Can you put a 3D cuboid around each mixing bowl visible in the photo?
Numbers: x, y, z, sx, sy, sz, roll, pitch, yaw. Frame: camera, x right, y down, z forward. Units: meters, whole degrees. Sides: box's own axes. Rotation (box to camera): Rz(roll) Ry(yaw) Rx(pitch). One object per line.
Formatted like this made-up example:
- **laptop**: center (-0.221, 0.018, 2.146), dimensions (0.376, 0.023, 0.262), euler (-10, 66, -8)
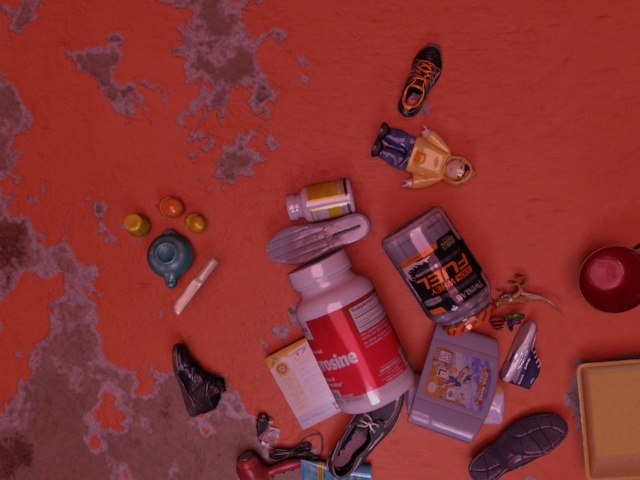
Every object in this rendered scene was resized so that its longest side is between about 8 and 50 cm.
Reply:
- **mixing bowl**: center (0.771, 0.096, 1.607), dimensions (0.182, 0.098, 0.181), euler (1, 97, 11)

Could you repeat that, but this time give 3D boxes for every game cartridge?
- **game cartridge**: center (0.369, 0.376, 1.621), dimensions (0.198, 0.062, 0.297), euler (14, 63, 17)

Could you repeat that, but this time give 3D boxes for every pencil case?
- **pencil case**: center (0.372, 0.440, 1.678), dimensions (0.274, 0.113, 0.124), euler (2, 91, 6)

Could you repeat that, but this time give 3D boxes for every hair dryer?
- **hair dryer**: center (-0.136, 0.675, 1.773), dimensions (0.224, 0.080, 0.293), euler (23, 97, 3)

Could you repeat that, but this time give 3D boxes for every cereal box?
- **cereal box**: center (-0.031, 0.405, 1.753), dimensions (0.173, 0.047, 0.240), euler (-28, 92, 8)

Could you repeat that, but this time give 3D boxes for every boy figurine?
- **boy figurine**: center (0.281, -0.216, 1.644), dimensions (0.285, 0.092, 0.177), euler (25, 95, 7)

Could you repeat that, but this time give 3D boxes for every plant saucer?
- **plant saucer**: center (0.870, 0.472, 1.642), dimensions (0.333, 0.081, 0.332), euler (-6, 95, 7)

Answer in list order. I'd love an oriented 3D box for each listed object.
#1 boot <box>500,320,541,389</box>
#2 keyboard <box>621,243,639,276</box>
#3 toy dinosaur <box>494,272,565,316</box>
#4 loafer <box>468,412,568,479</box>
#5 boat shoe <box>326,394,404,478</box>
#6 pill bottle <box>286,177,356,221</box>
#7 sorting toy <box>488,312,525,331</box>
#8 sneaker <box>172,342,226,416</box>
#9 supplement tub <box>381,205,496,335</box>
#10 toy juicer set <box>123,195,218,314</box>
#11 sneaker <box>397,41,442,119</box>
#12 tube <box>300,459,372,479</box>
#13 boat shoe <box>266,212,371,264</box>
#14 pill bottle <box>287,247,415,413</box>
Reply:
- **boot**: center (0.576, 0.318, 1.674), dimensions (0.086, 0.069, 0.189), euler (20, 105, -3)
- **keyboard**: center (0.978, 0.124, 1.624), dimensions (0.202, 0.033, 0.317), euler (-34, 91, 15)
- **toy dinosaur**: center (0.557, 0.153, 1.668), dimensions (0.212, 0.064, 0.112), euler (-5, 112, 16)
- **loafer**: center (0.551, 0.583, 1.695), dimensions (0.303, 0.095, 0.109), euler (-33, 61, 4)
- **boat shoe**: center (0.133, 0.537, 1.702), dimensions (0.116, 0.099, 0.319), euler (39, 86, 6)
- **pill bottle**: center (0.002, -0.108, 1.676), dimensions (0.184, 0.103, 0.103), euler (-10, 94, 7)
- **sorting toy**: center (0.517, 0.229, 1.665), dimensions (0.102, 0.061, 0.042), euler (-15, 67, 35)
- **sneaker**: center (-0.352, 0.397, 1.772), dimensions (0.131, 0.087, 0.227), euler (-17, 96, 6)
- **supplement tub**: center (0.321, 0.083, 1.612), dimensions (0.194, 0.193, 0.315), euler (-33, 91, 8)
- **toy juicer set**: center (-0.405, 0.024, 1.749), dimensions (0.209, 0.089, 0.328), euler (-33, 82, -5)
- **sneaker**: center (0.273, -0.432, 1.629), dimensions (0.084, 0.083, 0.214), euler (20, 96, 6)
- **tube**: center (0.046, 0.677, 1.763), dimensions (0.207, 0.052, 0.080), euler (0, 103, 5)
- **boat shoe**: center (0.000, 0.000, 1.689), dimensions (0.303, 0.094, 0.109), euler (-14, 83, 10)
- **pill bottle**: center (0.074, 0.238, 1.636), dimensions (0.229, 0.229, 0.407), euler (-25, 91, 8)
